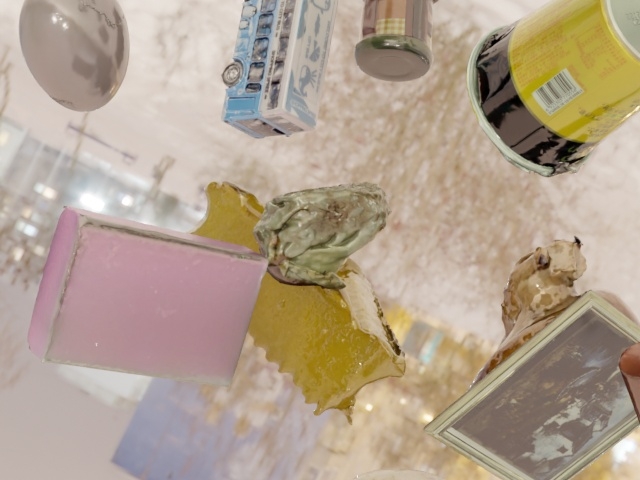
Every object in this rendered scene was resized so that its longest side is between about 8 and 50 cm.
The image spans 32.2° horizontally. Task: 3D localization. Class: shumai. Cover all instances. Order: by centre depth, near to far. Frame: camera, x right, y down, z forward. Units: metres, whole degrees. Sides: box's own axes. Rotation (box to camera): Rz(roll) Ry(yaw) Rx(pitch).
[{"bbox_3d":[0.005,0.000,1.449,0.184,0.142,0.184,-7,-175,1],"label":"shumai"}]

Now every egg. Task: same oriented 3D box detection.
[{"bbox_3d":[-0.334,-0.270,1.514,0.146,0.146,0.199,25,138,34],"label":"egg"}]

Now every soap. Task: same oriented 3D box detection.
[{"bbox_3d":[-0.208,0.073,1.359,0.259,0.181,0.081,12,-173,-34],"label":"soap"},{"bbox_3d":[-0.053,0.077,1.562,0.304,0.169,0.339,32,-168,-16],"label":"soap"}]

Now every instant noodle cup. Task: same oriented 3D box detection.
[{"bbox_3d":[0.321,-0.214,1.329,0.215,0.216,0.236,27,152,-16],"label":"instant noodle cup"}]

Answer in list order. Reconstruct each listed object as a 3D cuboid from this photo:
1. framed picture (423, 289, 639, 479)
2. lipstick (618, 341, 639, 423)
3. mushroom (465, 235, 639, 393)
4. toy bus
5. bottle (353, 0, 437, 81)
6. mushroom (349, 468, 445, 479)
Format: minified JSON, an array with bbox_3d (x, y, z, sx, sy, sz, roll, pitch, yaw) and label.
[{"bbox_3d":[0.315,0.216,1.438,0.232,0.296,0.019,34,-154,-24],"label":"framed picture"},{"bbox_3d":[0.388,0.248,1.178,0.057,0.057,0.357,24,148,51],"label":"lipstick"},{"bbox_3d":[0.349,0.172,1.680,0.260,0.345,0.345,54,-172,19],"label":"mushroom"},{"bbox_3d":[-0.055,-0.305,1.645,0.131,0.297,0.106,2,168,34],"label":"toy bus"},{"bbox_3d":[0.138,-0.409,1.861,0.143,0.271,0.156,1,160,15],"label":"bottle"},{"bbox_3d":[0.113,0.448,1.670,0.255,0.255,0.184,25,133,34],"label":"mushroom"}]
